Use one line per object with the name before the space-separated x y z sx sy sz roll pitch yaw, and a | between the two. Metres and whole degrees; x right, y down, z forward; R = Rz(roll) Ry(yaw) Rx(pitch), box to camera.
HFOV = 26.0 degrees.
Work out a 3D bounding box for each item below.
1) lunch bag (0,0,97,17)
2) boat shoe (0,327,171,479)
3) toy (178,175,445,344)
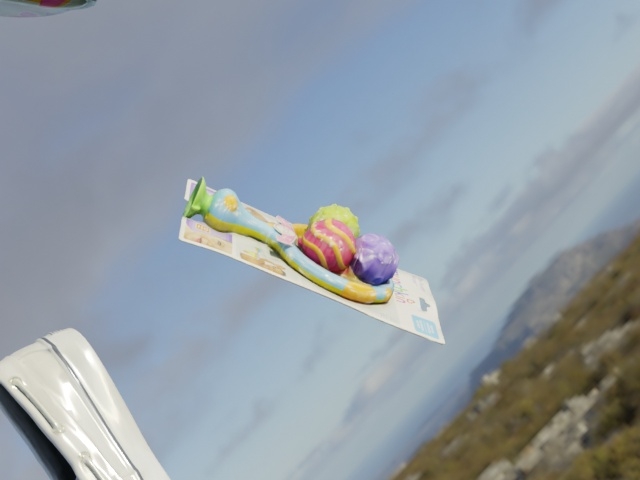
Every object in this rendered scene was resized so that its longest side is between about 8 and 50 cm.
lunch bag | -0.269 -0.197 0.829 0.224 0.108 0.279 2 6 -36
boat shoe | -0.157 0.188 0.997 0.084 0.258 0.095 -25 -20 -29
toy | 0.000 0.000 1.175 0.137 0.237 0.056 -95 27 -67
